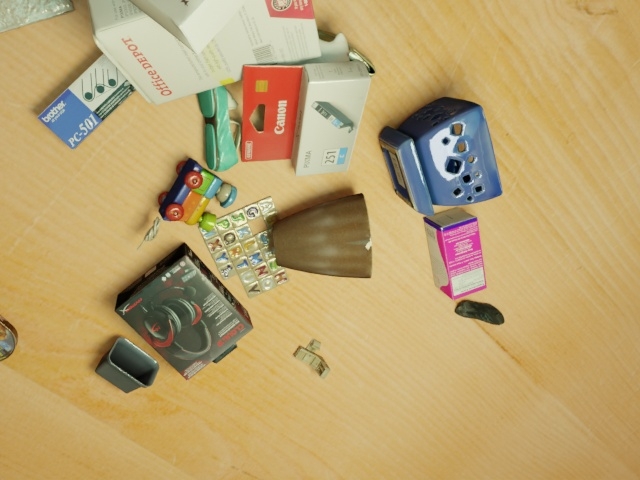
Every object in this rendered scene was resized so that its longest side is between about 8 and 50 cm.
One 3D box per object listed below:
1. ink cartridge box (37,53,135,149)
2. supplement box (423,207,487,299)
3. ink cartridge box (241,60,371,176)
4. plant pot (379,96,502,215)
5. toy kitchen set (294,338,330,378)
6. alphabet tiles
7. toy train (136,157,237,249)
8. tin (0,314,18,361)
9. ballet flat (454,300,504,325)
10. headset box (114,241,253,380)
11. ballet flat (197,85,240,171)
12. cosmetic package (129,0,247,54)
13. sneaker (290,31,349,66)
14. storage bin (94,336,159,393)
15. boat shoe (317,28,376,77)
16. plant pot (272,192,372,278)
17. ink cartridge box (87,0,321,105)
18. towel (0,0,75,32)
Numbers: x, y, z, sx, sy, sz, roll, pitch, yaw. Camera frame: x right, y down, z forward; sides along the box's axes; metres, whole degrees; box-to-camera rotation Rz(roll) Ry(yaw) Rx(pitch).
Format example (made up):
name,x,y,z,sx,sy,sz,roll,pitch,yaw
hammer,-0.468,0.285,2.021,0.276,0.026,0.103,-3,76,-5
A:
name,x,y,z,sx,sy,sz,roll,pitch,yaw
ink cartridge box,-0.504,-0.306,1.209,0.207,0.046,0.097,-43,111,1
supplement box,0.372,0.036,1.523,0.114,0.111,0.220,-17,111,-10
ink cartridge box,-0.043,-0.264,1.251,0.261,0.066,0.296,-7,147,-13
plant pot,0.283,-0.203,1.363,0.212,0.236,0.235,-22,112,-1
toy kitchen set,-0.014,0.323,1.528,0.083,0.075,0.068,32,96,-26
alphabet tiles,-0.175,0.029,1.427,0.198,0.009,0.237,-24,111,-7
toy train,-0.315,-0.058,1.319,0.143,0.105,0.248,27,99,-35
tin,-0.804,0.206,1.297,0.106,0.040,0.189,-39,113,-5
ballet flat,0.480,0.217,1.654,0.173,0.049,0.057,19,56,-21
headset box,-0.326,0.188,1.381,0.218,0.110,0.293,-38,113,-2
ballet flat,-0.232,-0.285,1.283,0.087,0.083,0.247,-17,113,-36
cosmetic package,-0.188,-0.536,0.896,0.284,0.097,0.377,40,86,13
sneaker,-0.075,-0.416,1.253,0.297,0.111,0.129,2,99,-5
storage bin,-0.494,0.319,1.395,0.091,0.098,0.135,-32,116,27
boat shoe,0.052,-0.443,1.303,0.190,0.072,0.068,20,101,-20
plant pot,0.000,0.000,1.375,0.231,0.215,0.215,-6,109,-2
ink cartridge box,-0.214,-0.440,1.073,0.385,0.279,0.160,-17,76,1
towel,-0.667,-0.512,1.098,0.282,0.049,0.187,-21,112,-8
